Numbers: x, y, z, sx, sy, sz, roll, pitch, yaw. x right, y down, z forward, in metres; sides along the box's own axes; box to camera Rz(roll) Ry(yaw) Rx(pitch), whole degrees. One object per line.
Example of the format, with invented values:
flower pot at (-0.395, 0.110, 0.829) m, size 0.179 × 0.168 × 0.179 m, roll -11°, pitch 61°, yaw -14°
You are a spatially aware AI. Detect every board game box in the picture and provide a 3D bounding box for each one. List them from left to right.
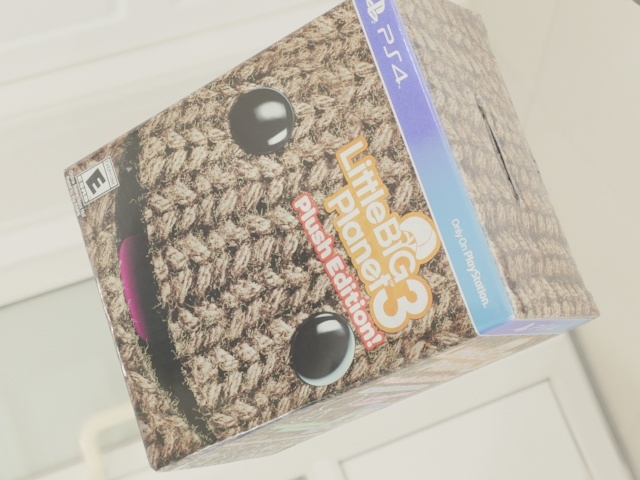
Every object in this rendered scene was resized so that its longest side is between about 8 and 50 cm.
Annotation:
board game box at (0.000, 0.000, 0.914) m, size 0.291 × 0.141 × 0.232 m, roll -27°, pitch 74°, yaw 28°

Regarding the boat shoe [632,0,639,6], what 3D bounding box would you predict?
boat shoe at (0.254, -0.220, 0.796) m, size 0.079 × 0.233 × 0.084 m, roll 28°, pitch 159°, yaw 10°
